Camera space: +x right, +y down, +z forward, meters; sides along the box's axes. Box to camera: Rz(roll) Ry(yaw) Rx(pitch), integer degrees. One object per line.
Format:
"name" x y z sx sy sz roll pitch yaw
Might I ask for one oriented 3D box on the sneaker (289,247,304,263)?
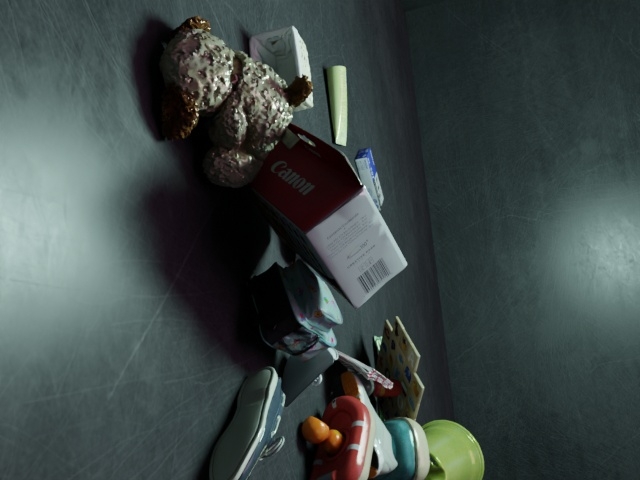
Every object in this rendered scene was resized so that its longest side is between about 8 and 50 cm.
"sneaker" -0.007 -0.048 1.275 0.083 0.118 0.221 -140 -132 -65

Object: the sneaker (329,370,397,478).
"sneaker" 0.107 0.449 1.393 0.121 0.099 0.262 26 39 -46

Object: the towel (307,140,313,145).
"towel" -0.017 -0.232 1.558 0.083 0.010 0.060 28 56 -66

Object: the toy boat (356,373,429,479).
"toy boat" 0.162 0.510 1.514 0.267 0.148 0.318 126 -33 -46

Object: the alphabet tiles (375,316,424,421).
"alphabet tiles" 0.221 0.407 1.648 0.285 0.011 0.342 -115 -153 -56

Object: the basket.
"basket" -0.084 -0.374 1.279 0.103 0.113 0.167 2 80 -72

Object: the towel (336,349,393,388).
"towel" 0.099 0.333 1.470 0.029 0.144 0.197 -61 150 -12

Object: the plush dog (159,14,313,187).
"plush dog" -0.160 -0.251 0.946 0.225 0.211 0.262 22 57 -39

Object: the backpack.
"backpack" -0.042 0.140 1.103 0.165 0.144 0.188 62 3 38

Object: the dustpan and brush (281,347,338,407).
"dustpan and brush" -0.029 0.251 1.205 0.060 0.147 0.211 40 9 -29

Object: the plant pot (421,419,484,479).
"plant pot" 0.382 0.769 1.929 0.254 0.276 0.275 11 71 -58

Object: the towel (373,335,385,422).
"towel" 0.233 0.493 1.918 0.248 0.038 0.324 36 46 -65

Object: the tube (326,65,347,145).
"tube" 0.055 -0.419 1.779 0.070 0.062 0.240 -6 94 -27

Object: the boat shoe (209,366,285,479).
"boat shoe" -0.112 0.320 0.946 0.079 0.095 0.254 61 17 -21

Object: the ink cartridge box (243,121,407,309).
"ink cartridge box" -0.023 -0.067 1.034 0.309 0.130 0.271 40 -14 51

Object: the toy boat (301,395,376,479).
"toy boat" 0.023 0.435 1.243 0.151 0.151 0.231 42 34 -16

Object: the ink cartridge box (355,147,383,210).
"ink cartridge box" 0.177 -0.217 2.039 0.097 0.046 0.207 -68 144 -57
